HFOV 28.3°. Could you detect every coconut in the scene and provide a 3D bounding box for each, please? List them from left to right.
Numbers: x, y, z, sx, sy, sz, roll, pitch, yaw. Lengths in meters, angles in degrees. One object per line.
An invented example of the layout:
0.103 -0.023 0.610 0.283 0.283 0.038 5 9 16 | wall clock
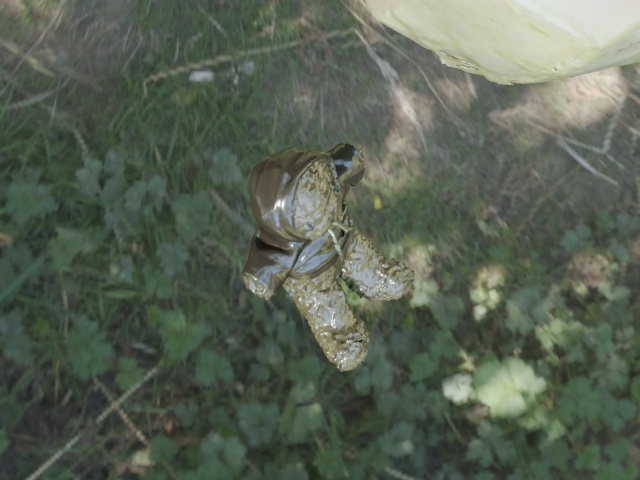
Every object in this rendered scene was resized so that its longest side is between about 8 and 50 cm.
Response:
0.127 -0.220 0.725 0.259 0.259 0.259 -2 112 -4 | coconut

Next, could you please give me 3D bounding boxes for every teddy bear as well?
-0.006 -0.001 0.814 0.119 0.078 0.160 -52 139 -22 | teddy bear
